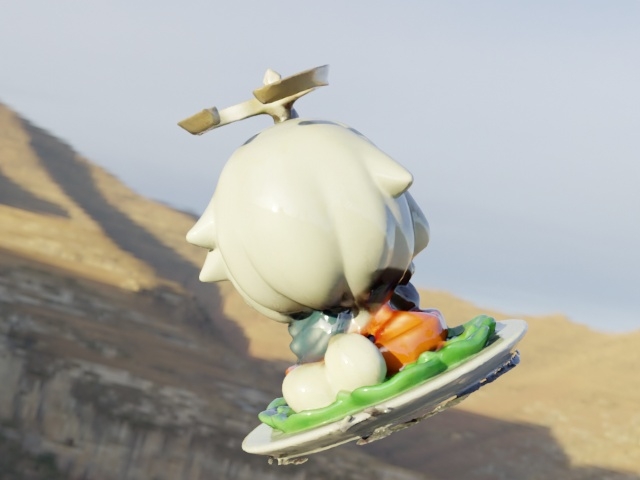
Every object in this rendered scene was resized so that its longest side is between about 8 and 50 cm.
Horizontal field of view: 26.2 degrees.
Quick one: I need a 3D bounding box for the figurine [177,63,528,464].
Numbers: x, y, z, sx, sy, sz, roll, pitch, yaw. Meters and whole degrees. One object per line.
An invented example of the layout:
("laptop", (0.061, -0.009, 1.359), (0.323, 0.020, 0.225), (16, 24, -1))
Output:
("figurine", (0.000, 0.000, 0.565), (0.132, 0.153, 0.132), (-24, 1, 0))
